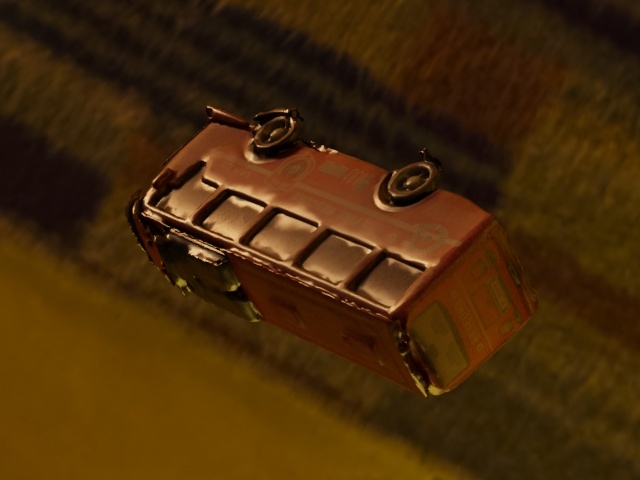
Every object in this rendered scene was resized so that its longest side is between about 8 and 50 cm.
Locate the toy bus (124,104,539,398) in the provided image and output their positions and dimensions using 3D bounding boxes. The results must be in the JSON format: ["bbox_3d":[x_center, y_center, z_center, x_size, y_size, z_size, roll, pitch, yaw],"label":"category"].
[{"bbox_3d":[0.000,0.000,0.909,0.235,0.096,0.073,20,145,49],"label":"toy bus"}]
